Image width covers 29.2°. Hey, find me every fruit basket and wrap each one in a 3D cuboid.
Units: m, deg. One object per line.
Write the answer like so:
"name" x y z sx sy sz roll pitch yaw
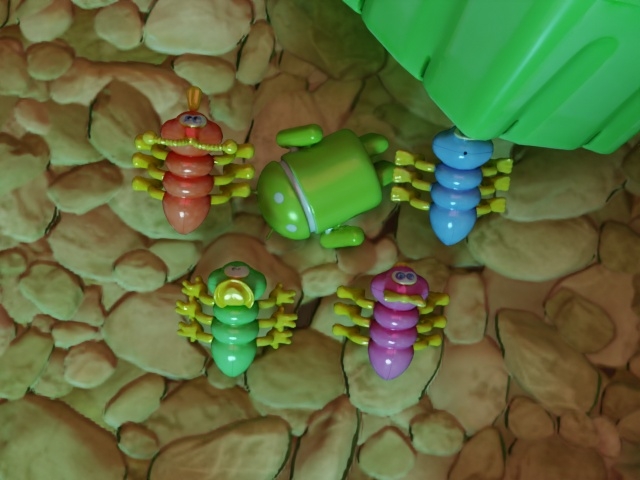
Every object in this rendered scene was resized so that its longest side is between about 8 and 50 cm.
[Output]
"fruit basket" 0.151 -0.290 0.816 0.283 0.392 0.392 2 68 -43

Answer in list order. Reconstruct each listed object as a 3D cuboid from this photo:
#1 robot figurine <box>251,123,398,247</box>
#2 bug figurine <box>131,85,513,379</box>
"robot figurine" 0.002 -0.043 0.949 0.115 0.067 0.101 -25 106 -7
"bug figurine" 0.000 0.000 0.884 0.279 0.072 0.216 2 110 -1
